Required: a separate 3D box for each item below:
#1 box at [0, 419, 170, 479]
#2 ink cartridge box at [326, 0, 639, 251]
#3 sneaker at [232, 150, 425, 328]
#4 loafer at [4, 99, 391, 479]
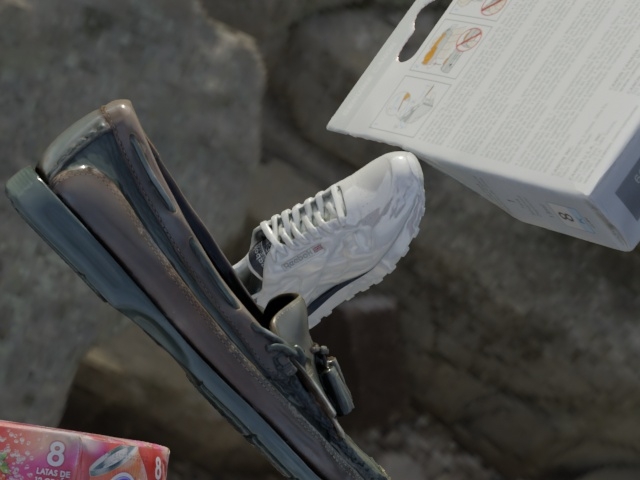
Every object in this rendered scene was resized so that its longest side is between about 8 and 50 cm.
[{"bbox_3d":[-0.264,0.176,1.156,0.300,0.154,0.142,5,82,18],"label":"box"},{"bbox_3d":[0.220,-0.168,1.723,0.091,0.385,0.308,44,75,-35],"label":"ink cartridge box"},{"bbox_3d":[0.000,0.000,1.624,0.095,0.235,0.090,22,40,-31],"label":"sneaker"},{"bbox_3d":[-0.046,0.040,0.974,0.084,0.096,0.267,-46,105,-4],"label":"loafer"}]
